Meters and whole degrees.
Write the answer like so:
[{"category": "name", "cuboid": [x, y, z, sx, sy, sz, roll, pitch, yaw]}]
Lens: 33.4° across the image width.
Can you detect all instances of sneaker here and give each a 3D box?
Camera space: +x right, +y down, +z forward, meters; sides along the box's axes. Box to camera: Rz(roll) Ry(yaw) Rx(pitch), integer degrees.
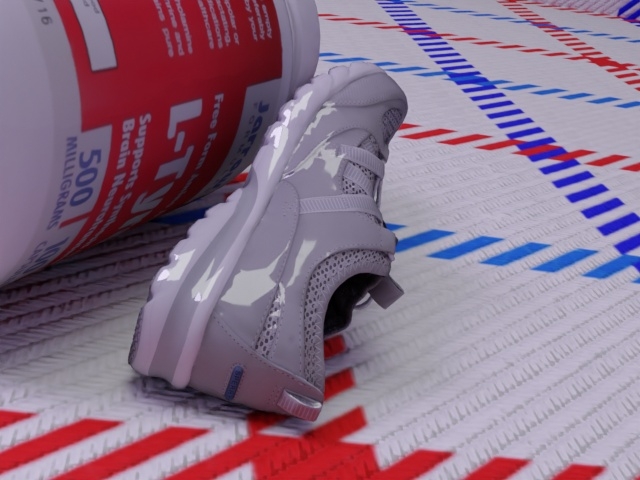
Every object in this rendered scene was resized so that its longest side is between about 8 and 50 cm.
[{"category": "sneaker", "cuboid": [0.000, 0.000, 0.629, 0.115, 0.105, 0.281, 29, 48, 4]}]

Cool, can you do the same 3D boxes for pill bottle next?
[{"category": "pill bottle", "cuboid": [-0.159, -0.114, 0.686, 0.229, 0.229, 0.407, 18, 22, 19]}]
